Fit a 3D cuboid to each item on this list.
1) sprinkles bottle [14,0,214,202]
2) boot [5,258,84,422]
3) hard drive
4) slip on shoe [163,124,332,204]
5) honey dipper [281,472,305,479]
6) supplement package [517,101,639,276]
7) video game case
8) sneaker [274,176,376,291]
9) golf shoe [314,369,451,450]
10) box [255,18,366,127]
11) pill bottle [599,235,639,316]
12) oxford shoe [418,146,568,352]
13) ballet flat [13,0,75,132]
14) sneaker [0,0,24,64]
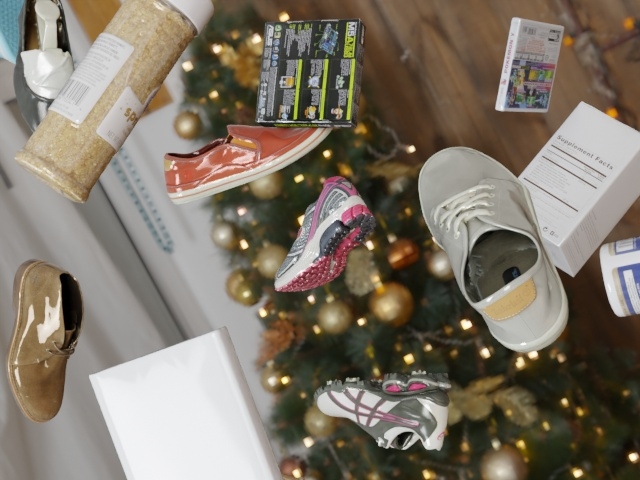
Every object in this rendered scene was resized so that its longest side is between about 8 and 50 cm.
[{"bbox_3d":[-0.297,-0.230,1.473,0.355,0.121,0.121,-58,14,-10],"label":"sprinkles bottle"},{"bbox_3d":[-0.489,0.192,1.827,0.115,0.305,0.112,10,14,35],"label":"boot"},{"bbox_3d":[-0.159,0.287,1.310,0.203,0.307,0.040,-21,-1,20],"label":"hard drive"},{"bbox_3d":[-0.132,-0.168,1.847,0.331,0.101,0.123,-21,15,-3],"label":"slip on shoe"},{"bbox_3d":[-0.078,0.421,1.827,0.030,0.030,0.160,-20,-34,32],"label":"honey dipper"},{"bbox_3d":[0.543,-0.108,2.145,0.293,0.175,0.177,-50,-33,-5],"label":"supplement package"},{"bbox_3d":[0.429,-0.354,2.070,0.023,0.183,0.201,18,16,35],"label":"video game case"},{"bbox_3d":[0.000,0.000,1.947,0.121,0.112,0.299,-4,-33,-40],"label":"sneaker"},{"bbox_3d":[0.088,0.275,1.612,0.105,0.120,0.273,8,-15,-40],"label":"golf shoe"},{"bbox_3d":[-0.017,-0.296,1.800,0.184,0.191,0.045,2,-8,18],"label":"box"},{"bbox_3d":[0.434,0.033,1.228,0.169,0.094,0.094,-13,12,23],"label":"pill bottle"},{"bbox_3d":[0.246,-0.022,1.548,0.169,0.130,0.449,-35,37,15],"label":"oxford shoe"},{"bbox_3d":[-0.420,-0.279,1.542,0.095,0.280,0.096,-4,-32,-23],"label":"ballet flat"},{"bbox_3d":[-0.725,-0.526,2.176,0.127,0.319,0.208,-32,27,-30],"label":"sneaker"}]
